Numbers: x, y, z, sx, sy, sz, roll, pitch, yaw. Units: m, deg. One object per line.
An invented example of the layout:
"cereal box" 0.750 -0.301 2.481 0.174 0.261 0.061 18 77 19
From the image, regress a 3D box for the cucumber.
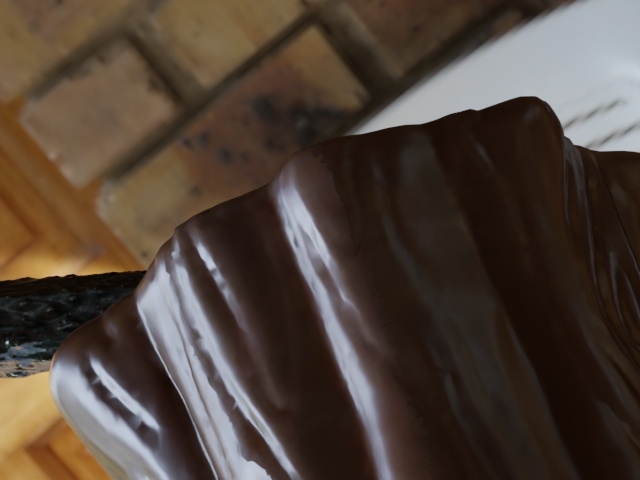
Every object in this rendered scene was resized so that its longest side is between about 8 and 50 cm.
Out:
"cucumber" -0.197 0.052 1.374 0.211 0.062 0.078 -11 40 20

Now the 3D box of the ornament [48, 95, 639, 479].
"ornament" 0.044 0.106 0.656 0.235 0.217 0.221 -17 -30 -4
